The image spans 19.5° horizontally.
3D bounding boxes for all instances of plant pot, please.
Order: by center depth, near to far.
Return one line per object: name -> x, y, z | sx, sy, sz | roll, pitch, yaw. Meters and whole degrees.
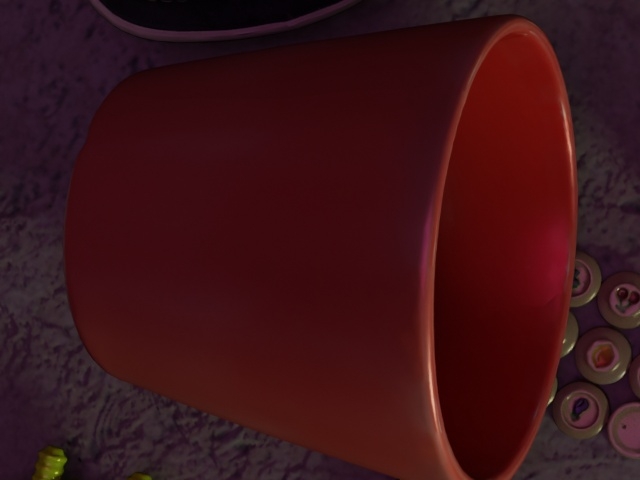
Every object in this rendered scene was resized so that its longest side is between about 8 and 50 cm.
plant pot -> 0.000, 0.000, 1.103 | 0.243, 0.275, 0.275 | 5, 90, 24

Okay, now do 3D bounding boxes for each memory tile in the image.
memory tile -> 0.163, 0.065, 1.188 | 0.148, 0.012, 0.113 | 23, 93, 10

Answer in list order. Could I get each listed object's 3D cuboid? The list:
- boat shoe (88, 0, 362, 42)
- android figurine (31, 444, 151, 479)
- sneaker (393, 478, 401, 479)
boat shoe -> 0.052, -0.262, 1.120 | 0.500, 0.156, 0.187 | -18, 79, 22
android figurine -> -0.178, 0.273, 1.224 | 0.248, 0.056, 0.273 | 17, 93, 10
sneaker -> 0.066, 0.158, 1.193 | 0.035, 0.031, 0.083 | 41, 96, 9
